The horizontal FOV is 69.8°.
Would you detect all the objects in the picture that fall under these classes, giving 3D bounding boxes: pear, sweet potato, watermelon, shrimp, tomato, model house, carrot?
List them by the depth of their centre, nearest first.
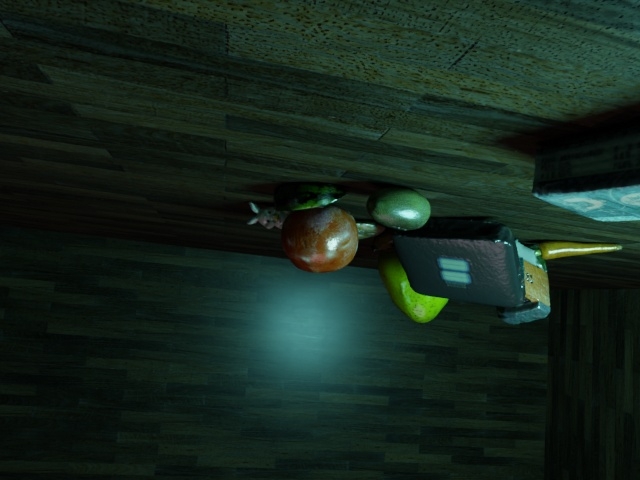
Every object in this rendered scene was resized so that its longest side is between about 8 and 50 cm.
[{"bbox_3d":[-0.042,-0.106,1.142,0.245,0.063,0.119,-3,-178,44],"label":"watermelon"},{"bbox_3d":[-0.002,-0.001,1.325,0.232,0.189,0.232,-2,166,-1],"label":"tomato"},{"bbox_3d":[0.821,0.022,1.472,0.256,0.061,0.061,-7,169,16],"label":"carrot"},{"bbox_3d":[0.057,-0.039,1.529,0.317,0.062,0.164,-1,167,15],"label":"shrimp"},{"bbox_3d":[0.612,0.106,1.553,0.301,0.271,0.190,28,147,-29],"label":"model house"},{"bbox_3d":[0.240,-0.009,1.610,0.081,0.062,0.233,-8,172,-14],"label":"sweet potato"},{"bbox_3d":[0.380,0.178,1.862,0.238,0.318,0.342,-13,179,-27],"label":"pear"}]

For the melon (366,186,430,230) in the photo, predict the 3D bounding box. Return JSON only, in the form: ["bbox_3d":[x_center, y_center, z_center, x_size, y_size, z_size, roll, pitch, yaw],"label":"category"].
[{"bbox_3d":[0.176,-0.073,1.040,0.162,0.099,0.099,9,172,-27],"label":"melon"}]

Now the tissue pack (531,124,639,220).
[{"bbox_3d":[0.502,-0.092,0.640,0.228,0.103,0.315,9,173,-34],"label":"tissue pack"}]

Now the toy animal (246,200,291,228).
[{"bbox_3d":[-0.150,-0.073,1.384,0.124,0.071,0.085,1,-164,-42],"label":"toy animal"}]

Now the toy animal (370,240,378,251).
[{"bbox_3d":[0.243,0.023,1.882,0.065,0.047,0.135,-1,169,-15],"label":"toy animal"}]

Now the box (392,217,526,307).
[{"bbox_3d":[0.417,0.072,1.389,0.359,0.091,0.350,5,143,34],"label":"box"}]
